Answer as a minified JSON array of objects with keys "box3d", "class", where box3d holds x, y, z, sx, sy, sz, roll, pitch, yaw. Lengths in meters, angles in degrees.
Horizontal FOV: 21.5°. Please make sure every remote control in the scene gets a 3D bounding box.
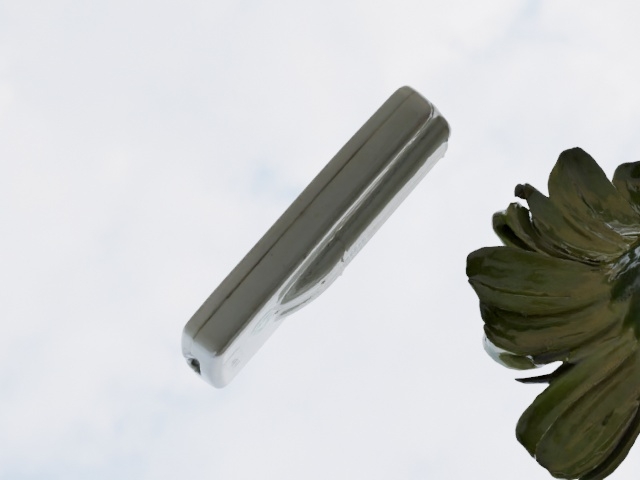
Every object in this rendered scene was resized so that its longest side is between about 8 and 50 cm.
[{"box3d":[-0.001,-0.001,1.090,0.049,0.090,0.230,39,-106,11],"class":"remote control"}]

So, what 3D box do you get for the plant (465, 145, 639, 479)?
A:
[{"box3d":[0.261,0.024,1.069,0.306,0.297,0.261,34,-163,26],"class":"plant"}]
